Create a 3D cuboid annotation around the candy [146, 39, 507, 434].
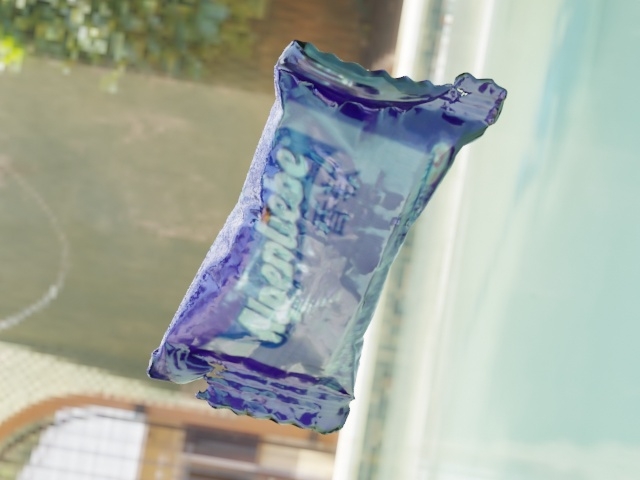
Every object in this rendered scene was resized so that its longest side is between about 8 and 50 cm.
[{"bbox_3d":[0.000,0.000,1.092,0.070,0.145,0.275,-102,34,-61],"label":"candy"}]
